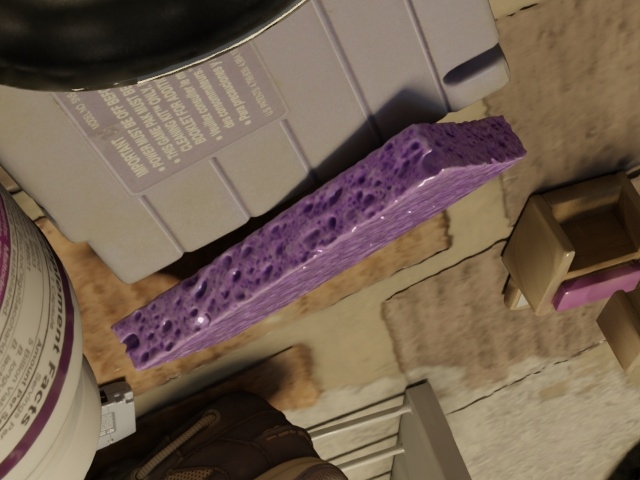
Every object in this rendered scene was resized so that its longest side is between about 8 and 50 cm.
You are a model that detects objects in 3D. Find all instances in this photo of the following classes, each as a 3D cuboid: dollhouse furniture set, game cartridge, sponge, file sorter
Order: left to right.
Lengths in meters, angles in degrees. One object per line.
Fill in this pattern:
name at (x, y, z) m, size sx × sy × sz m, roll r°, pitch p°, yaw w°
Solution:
game cartridge at (-0.152, 0.114, 1.044) m, size 0.083 × 0.017 × 0.056 m, roll -18°, pitch 146°, yaw -16°
game cartridge at (-0.057, -0.117, 0.709) m, size 0.230 × 0.068 × 0.355 m, roll -24°, pitch 151°, yaw 3°
sponge at (0.000, 0.000, 0.900) m, size 0.210 × 0.031 × 0.117 m, roll -33°, pitch 171°, yaw 28°
file sorter at (0.025, 0.272, 1.265) m, size 0.173 × 0.193 × 0.278 m, roll -16°, pitch 149°, yaw -13°
dollhouse furniture set at (0.300, 0.109, 1.110) m, size 0.286 × 0.303 × 0.198 m, roll -16°, pitch 148°, yaw -19°

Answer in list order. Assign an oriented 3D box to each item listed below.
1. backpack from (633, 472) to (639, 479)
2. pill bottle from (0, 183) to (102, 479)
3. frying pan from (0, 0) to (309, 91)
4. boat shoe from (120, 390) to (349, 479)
backpack at (0.366, 0.267, 1.553) m, size 0.225 × 0.191 × 0.253 m, roll -10°, pitch 142°, yaw -26°
pill bottle at (-0.198, 0.028, 0.711) m, size 0.169 × 0.169 × 0.301 m, roll -27°, pitch 151°, yaw 0°
frying pan at (-0.076, -0.154, 0.524) m, size 0.197 × 0.053 × 0.326 m, roll -29°, pitch 149°, yaw 2°
boat shoe at (-0.140, 0.232, 1.115) m, size 0.355 × 0.130 × 0.132 m, roll -36°, pitch 144°, yaw 2°
